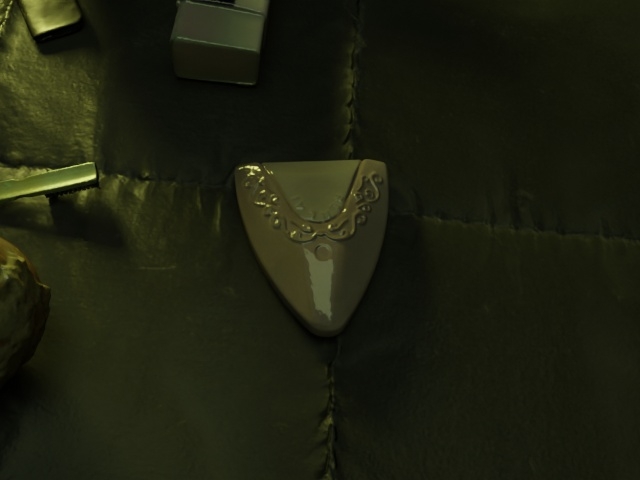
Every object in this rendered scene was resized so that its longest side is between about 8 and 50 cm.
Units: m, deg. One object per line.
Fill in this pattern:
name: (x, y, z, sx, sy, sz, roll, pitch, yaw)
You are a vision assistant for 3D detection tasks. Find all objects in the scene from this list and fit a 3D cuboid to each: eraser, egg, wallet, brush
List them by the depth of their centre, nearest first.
egg: (-0.399, 0.083, 0.714, 0.233, 0.195, 0.195, -19, 66, -6)
eraser: (0.000, -0.001, 0.867, 0.204, 0.059, 0.243, -3, 59, -7)
brush: (-0.365, -0.066, 0.885, 0.178, 0.030, 0.033, -12, 72, 0)
eraser: (-0.132, -0.368, 1.027, 0.130, 0.086, 0.287, 6, 63, -4)
wallet: (-0.408, -0.361, 1.033, 0.082, 0.018, 0.157, -25, 68, -16)
